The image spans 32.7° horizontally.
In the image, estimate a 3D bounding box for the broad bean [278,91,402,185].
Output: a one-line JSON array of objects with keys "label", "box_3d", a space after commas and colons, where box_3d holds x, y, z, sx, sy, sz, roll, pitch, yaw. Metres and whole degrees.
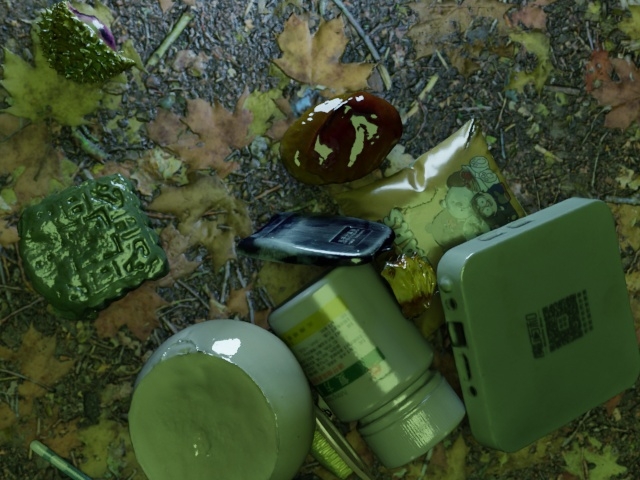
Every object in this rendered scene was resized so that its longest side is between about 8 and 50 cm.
[{"label": "broad bean", "box_3d": [0.036, -0.179, 1.955, 0.228, 0.122, 0.156, -29, 88, -9]}]

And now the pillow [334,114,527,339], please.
[{"label": "pillow", "box_3d": [0.227, -0.020, 1.965, 0.312, 0.119, 0.310, -30, 95, -3]}]

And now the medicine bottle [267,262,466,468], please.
[{"label": "medicine bottle", "box_3d": [0.083, 0.209, 1.887, 0.208, 0.208, 0.339, -36, 91, -8]}]

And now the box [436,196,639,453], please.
[{"label": "box", "box_3d": [0.385, 0.142, 1.905, 0.373, 0.090, 0.367, -21, 104, -28]}]

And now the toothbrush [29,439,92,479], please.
[{"label": "toothbrush", "box_3d": [-0.394, 0.434, 1.907, 0.276, 0.025, 0.019, 36, 83, -3]}]

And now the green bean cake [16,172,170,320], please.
[{"label": "green bean cake", "box_3d": [-0.397, 0.015, 1.894, 0.227, 0.125, 0.222, -26, 88, -3]}]

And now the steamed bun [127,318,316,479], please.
[{"label": "steamed bun", "box_3d": [-0.160, 0.290, 1.836, 0.324, 0.206, 0.324, 4, 103, 16]}]

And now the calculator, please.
[{"label": "calculator", "box_3d": [0.000, 0.000, 1.876, 0.268, 0.177, 0.040, 8, 117, 23]}]

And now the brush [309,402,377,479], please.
[{"label": "brush", "box_3d": [0.062, 0.422, 1.950, 0.067, 0.072, 0.313, -40, 94, 15]}]

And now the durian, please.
[{"label": "durian", "box_3d": [-0.432, -0.347, 1.920, 0.187, 0.108, 0.119, 43, 82, -2]}]

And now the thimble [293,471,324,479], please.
[{"label": "thimble", "box_3d": [-0.041, 0.517, 1.872, 0.205, 0.172, 0.236, 28, 85, -7]}]

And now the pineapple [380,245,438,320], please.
[{"label": "pineapple", "box_3d": [0.147, 0.078, 1.845, 0.069, 0.137, 0.116, -26, 64, 25]}]
